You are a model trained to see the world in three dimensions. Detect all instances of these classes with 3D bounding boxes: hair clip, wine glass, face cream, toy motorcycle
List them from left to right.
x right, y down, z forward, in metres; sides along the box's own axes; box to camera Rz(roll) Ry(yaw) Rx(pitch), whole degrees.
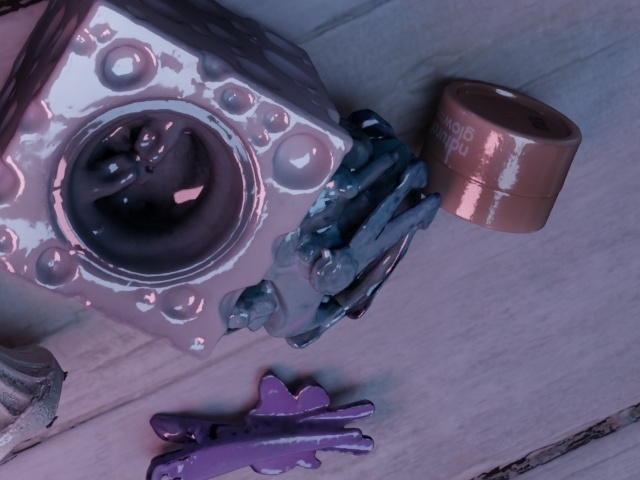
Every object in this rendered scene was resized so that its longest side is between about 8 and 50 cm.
[{"bbox_3d":[-0.364,0.111,1.255,0.165,0.165,0.196,-32,119,1],"label":"wine glass"},{"bbox_3d":[-0.076,0.218,1.469,0.278,0.090,0.137,-10,111,-23],"label":"hair clip"},{"bbox_3d":[0.000,0.000,1.272,0.206,0.154,0.260,15,117,-45],"label":"toy motorcycle"},{"bbox_3d":[0.179,-0.087,1.323,0.149,0.149,0.104,8,117,-24],"label":"face cream"}]

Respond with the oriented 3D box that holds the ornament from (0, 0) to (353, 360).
[{"bbox_3d":[-0.150,-0.088,1.133,0.239,0.240,0.240,28,108,-22],"label":"ornament"}]
